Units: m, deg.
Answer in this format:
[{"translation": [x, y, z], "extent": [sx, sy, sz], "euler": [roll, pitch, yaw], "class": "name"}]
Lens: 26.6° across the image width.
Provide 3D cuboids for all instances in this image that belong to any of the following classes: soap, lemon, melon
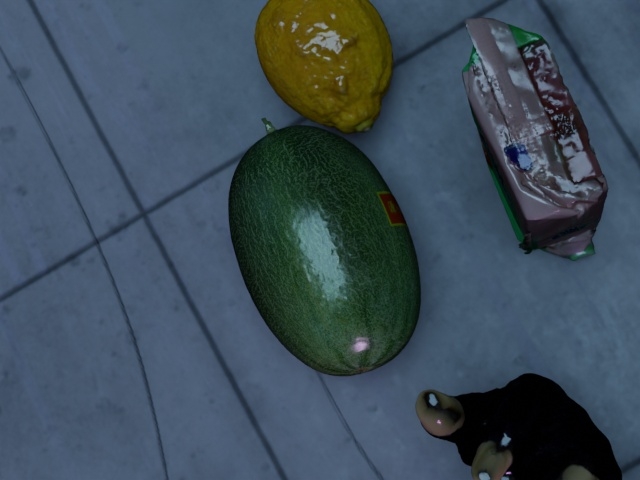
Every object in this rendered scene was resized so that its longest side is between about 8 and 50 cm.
[{"translation": [0.211, -0.091, 1.324], "extent": [0.098, 0.273, 0.218], "euler": [-19, 81, 7], "class": "soap"}, {"translation": [0.009, -0.197, 1.441], "extent": [0.142, 0.142, 0.187], "euler": [-30, 82, 6], "class": "lemon"}, {"translation": [0.000, 0.000, 1.398], "extent": [0.182, 0.182, 0.288], "euler": [-23, 84, 7], "class": "melon"}]

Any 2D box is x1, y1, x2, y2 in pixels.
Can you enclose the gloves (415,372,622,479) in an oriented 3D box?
[{"translation": [0.183, 0.204, 1.290], "extent": [0.197, 0.301, 0.152], "euler": [37, 111, 13], "class": "gloves"}]
